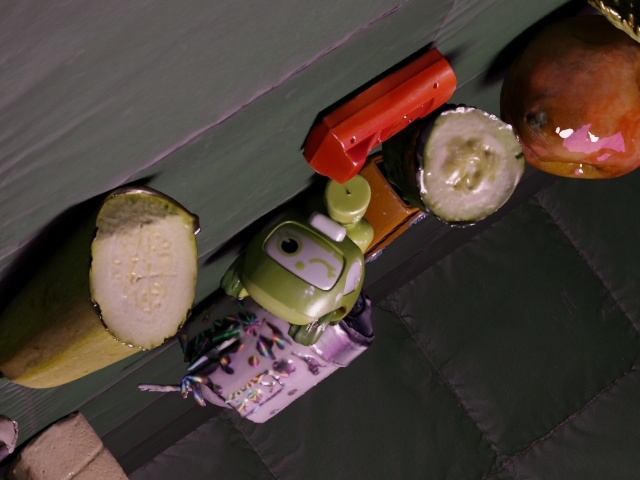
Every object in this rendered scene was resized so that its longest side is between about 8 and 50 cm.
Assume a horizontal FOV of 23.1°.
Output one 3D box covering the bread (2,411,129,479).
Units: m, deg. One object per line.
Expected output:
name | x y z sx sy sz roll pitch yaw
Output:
bread | -0.370 0.344 2.263 0.148 0.141 0.134 -43 169 27

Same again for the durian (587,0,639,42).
durian | 0.409 -0.269 1.754 0.163 0.198 0.394 -39 174 15

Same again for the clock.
clock | 0.065 -0.127 1.619 0.155 0.061 0.113 -36 174 -18

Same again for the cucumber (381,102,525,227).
cucumber | 0.129 -0.100 1.778 0.134 0.134 0.244 -35 -164 -7

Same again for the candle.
candle | -0.094 0.149 2.155 0.330 0.187 0.187 -36 173 13

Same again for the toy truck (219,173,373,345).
toy truck | -0.004 0.010 1.901 0.210 0.148 0.187 -57 173 3

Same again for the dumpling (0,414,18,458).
dumpling | -0.414 0.225 1.419 0.293 0.163 0.204 -33 -154 -29

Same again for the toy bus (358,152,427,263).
toy bus | 0.049 -0.024 2.024 0.201 0.098 0.114 -41 170 34

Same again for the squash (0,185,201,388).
squash | -0.222 0.081 1.382 0.287 0.137 0.137 -39 172 36

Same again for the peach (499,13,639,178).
peach | 0.315 -0.172 1.937 0.214 0.214 0.235 -41 165 32
